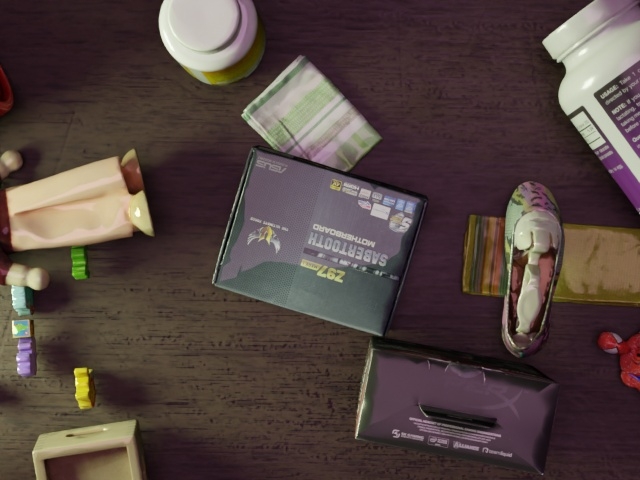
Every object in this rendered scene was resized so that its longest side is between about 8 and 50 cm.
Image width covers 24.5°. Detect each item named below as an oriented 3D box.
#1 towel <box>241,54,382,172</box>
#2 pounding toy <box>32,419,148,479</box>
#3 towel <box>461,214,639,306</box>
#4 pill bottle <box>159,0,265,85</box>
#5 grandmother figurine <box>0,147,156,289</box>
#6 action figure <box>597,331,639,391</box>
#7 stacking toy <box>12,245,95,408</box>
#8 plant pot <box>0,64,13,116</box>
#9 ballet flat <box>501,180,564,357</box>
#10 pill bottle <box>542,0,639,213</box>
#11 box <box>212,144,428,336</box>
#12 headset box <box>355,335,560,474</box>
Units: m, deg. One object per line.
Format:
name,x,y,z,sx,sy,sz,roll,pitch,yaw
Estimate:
towel,-0.011,-0.147,1.875,0.113,0.023,0.152,-44,88,2
pounding toy,-0.250,0.337,1.848,0.181,0.094,0.206,-9,98,-3
towel,0.299,0.027,1.864,0.237,0.021,0.102,4,90,2
pill bottle,-0.130,-0.257,1.784,0.117,0.215,0.117,0,90,1
grandmother figurine,-0.386,-0.030,1.828,0.342,0.104,0.208,-14,47,-6
action figure,0.474,0.176,1.804,0.280,0.139,0.091,23,89,4
stacking toy,-0.374,0.106,1.872,0.167,0.052,0.221,-3,86,3
plant pot,-0.500,-0.192,1.811,0.174,0.191,0.191,-36,88,7
ballet flat,0.262,0.035,1.816,0.076,0.079,0.222,6,87,2
pill bottle,0.414,-0.148,1.783,0.181,0.181,0.323,-36,89,1
box,0.000,0.000,1.846,0.232,0.059,0.183,18,98,2
headset box,0.154,0.189,1.731,0.218,0.293,0.110,11,89,1
